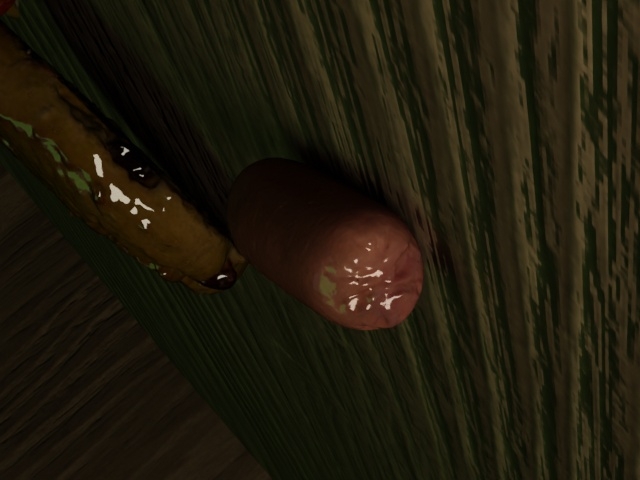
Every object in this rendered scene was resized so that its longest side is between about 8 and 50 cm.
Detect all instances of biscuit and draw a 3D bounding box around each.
[{"bbox_3d":[-0.175,-0.061,1.160,0.296,0.075,0.296,44,179,1],"label":"biscuit"}]

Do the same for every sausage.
[{"bbox_3d":[0.000,0.000,0.770,0.062,0.062,0.154,56,169,-26],"label":"sausage"}]

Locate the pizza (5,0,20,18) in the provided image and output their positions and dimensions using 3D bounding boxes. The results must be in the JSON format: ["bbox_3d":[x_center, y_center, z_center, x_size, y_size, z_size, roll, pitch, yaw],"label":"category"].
[{"bbox_3d":[-0.329,-0.237,1.260,0.185,0.036,0.176,22,-166,-20],"label":"pizza"}]

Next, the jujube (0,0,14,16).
[{"bbox_3d":[-0.243,-0.196,1.019,0.176,0.109,0.112,-128,25,-77],"label":"jujube"}]
